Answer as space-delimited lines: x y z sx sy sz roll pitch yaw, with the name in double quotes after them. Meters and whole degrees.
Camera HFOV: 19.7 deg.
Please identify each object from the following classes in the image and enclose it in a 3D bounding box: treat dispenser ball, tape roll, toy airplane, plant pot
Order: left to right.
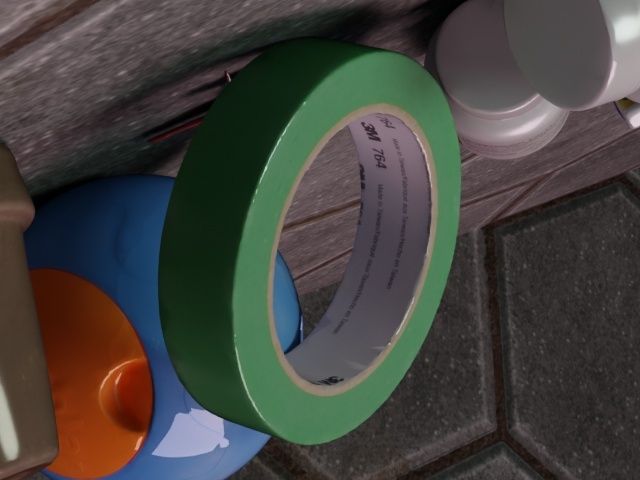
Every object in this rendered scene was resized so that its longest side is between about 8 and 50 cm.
-0.304 0.085 1.333 0.263 0.229 0.263 -24 173 -3 "plant pot"
-0.158 0.085 1.611 0.288 0.288 0.288 -25 174 -3 "treat dispenser ball"
-0.070 -0.111 1.520 0.151 0.028 0.151 -27 174 -3 "toy airplane"
0.000 0.000 1.476 0.077 0.321 0.321 15 -161 33 "tape roll"

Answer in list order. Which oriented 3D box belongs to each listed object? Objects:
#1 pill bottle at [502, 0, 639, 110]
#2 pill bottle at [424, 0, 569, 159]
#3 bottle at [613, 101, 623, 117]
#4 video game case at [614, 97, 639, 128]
0.310 -0.211 1.491 0.318 0.176 0.176 -22 173 -29 "pill bottle"
0.158 -0.147 1.632 0.131 0.131 0.229 -26 174 5 "pill bottle"
0.487 -0.212 2.507 0.118 0.092 0.283 -29 172 26 "bottle"
0.355 -0.214 1.710 0.227 0.026 0.206 -26 -142 6 "video game case"
